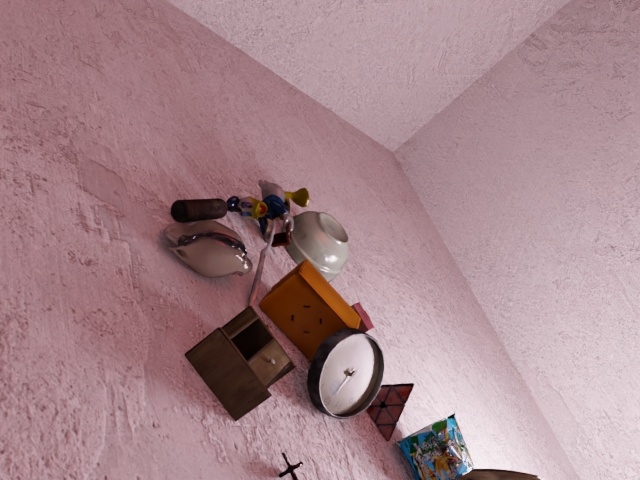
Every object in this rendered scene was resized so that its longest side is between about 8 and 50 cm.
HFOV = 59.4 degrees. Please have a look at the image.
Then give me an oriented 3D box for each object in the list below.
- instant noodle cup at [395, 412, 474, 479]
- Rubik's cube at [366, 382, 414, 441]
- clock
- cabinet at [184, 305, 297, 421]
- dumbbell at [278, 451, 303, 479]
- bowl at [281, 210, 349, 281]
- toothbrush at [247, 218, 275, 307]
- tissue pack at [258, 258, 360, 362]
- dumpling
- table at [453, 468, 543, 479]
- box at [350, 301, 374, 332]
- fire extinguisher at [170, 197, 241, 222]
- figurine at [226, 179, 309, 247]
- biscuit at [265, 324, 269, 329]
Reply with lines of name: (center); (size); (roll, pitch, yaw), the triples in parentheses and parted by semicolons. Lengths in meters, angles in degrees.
instant noodle cup: (0.384, 0.699, 1.845); (0.240, 0.240, 0.178); (11, 48, -55)
Rubik's cube: (0.206, 0.540, 1.961); (0.190, 0.212, 0.178); (29, -1, 10)
clock: (0.083, 0.408, 1.711); (0.280, 0.281, 0.055); (31, -11, -37)
cabinet: (-0.200, 0.314, 1.467); (0.215, 0.148, 0.174); (53, 24, 2)
dumbbell: (-0.061, 0.597, 1.400); (0.069, 0.069, 0.147); (4, 51, -58)
bowl: (0.000, 0.000, 2.257); (0.307, 0.163, 0.307); (37, 25, -21)
toothbrush: (-0.194, 0.074, 1.848); (0.037, 0.028, 0.376); (24, 50, -18)
tissue pack: (-0.032, 0.230, 1.830); (0.274, 0.194, 0.145); (49, 20, -6)
dumpling: (-0.325, 0.003, 1.687); (0.292, 0.163, 0.205); (25, 37, -23)
table: (0.592, 0.951, 1.870); (0.317, 0.317, 0.249); (39, 39, -25)
box: (0.102, 0.300, 2.000); (0.111, 0.156, 0.060); (59, 24, 11)
fire extinguisher: (-0.367, -0.100, 1.842); (0.089, 0.072, 0.267); (13, 11, 25)
figurine: (-0.208, -0.094, 2.076); (0.338, 0.204, 0.284); (6, 55, -41)
biscuit: (-0.183, 0.276, 1.710); (0.089, 0.016, 0.046); (14, 43, -53)
